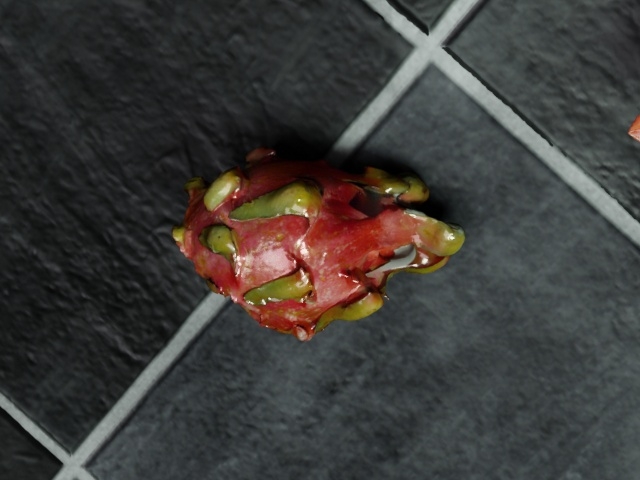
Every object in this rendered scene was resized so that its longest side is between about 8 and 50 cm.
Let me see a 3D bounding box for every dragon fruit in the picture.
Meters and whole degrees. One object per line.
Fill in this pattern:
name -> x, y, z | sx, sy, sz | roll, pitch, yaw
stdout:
dragon fruit -> 0.000, 0.000, 1.372 | 0.208, 0.133, 0.150 | -1, 138, 6

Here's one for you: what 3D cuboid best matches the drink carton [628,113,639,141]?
drink carton -> 0.315, -0.046, 1.232 | 0.223, 0.096, 0.071 | 34, 120, 6
